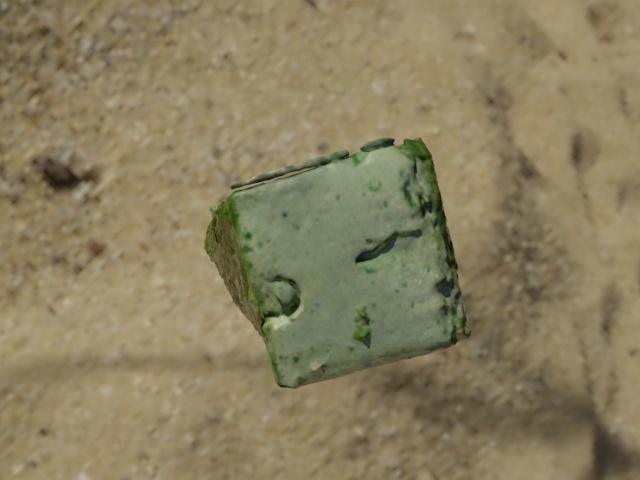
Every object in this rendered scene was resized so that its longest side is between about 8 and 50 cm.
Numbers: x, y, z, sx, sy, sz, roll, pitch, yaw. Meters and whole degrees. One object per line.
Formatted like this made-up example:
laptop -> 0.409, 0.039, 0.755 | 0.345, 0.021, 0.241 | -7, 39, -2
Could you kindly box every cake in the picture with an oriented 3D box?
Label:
cake -> 0.000, 0.012, 0.888 | 0.235, 0.100, 0.099 | 172, -97, -82
